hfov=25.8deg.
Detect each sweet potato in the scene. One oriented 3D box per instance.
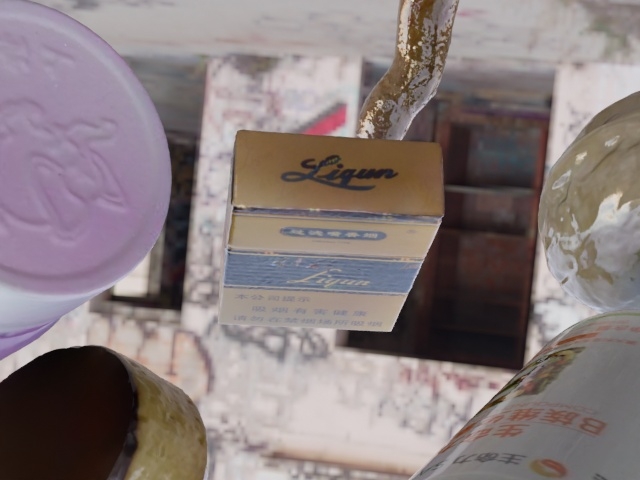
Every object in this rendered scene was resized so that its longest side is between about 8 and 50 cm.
[{"bbox_3d":[0.104,-0.224,1.340,0.067,0.281,0.059,12,-160,-15],"label":"sweet potato"}]

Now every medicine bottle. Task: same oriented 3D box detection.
[{"bbox_3d":[0.065,0.083,0.371,0.086,0.086,0.183,8,-162,26],"label":"medicine bottle"},{"bbox_3d":[-0.272,-0.010,0.983,0.212,0.212,0.325,2,160,-39],"label":"medicine bottle"}]

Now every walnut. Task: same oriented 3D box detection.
[{"bbox_3d":[0.214,-0.022,0.912,0.140,0.162,0.140,6,-134,-6],"label":"walnut"}]

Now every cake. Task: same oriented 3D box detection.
[{"bbox_3d":[-0.178,0.202,1.123,0.185,0.207,0.178,42,170,47],"label":"cake"}]

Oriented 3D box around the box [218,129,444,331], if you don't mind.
[{"bbox_3d":[0.000,-0.001,1.087,0.152,0.070,0.237,4,158,-6],"label":"box"}]
